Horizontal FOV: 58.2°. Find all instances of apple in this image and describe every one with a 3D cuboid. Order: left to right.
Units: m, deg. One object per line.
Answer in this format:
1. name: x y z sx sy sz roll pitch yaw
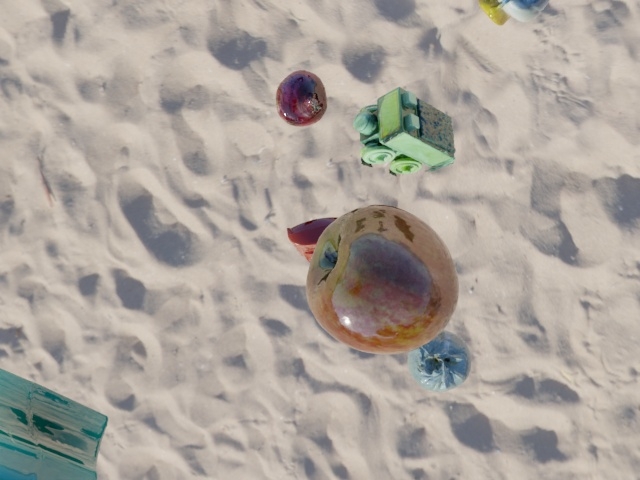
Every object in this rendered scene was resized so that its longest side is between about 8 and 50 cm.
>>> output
1. apple: 0.080 0.051 0.735 0.174 0.188 0.188 19 112 -23

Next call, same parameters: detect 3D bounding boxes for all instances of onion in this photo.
1. onion: -0.040 -0.365 1.510 0.150 0.140 0.150 -8 116 -16

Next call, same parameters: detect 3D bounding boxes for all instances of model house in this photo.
1. model house: -0.193 0.147 0.331 0.149 0.127 0.100 -25 131 33

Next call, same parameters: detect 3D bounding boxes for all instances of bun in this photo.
1. bun: 0.255 0.261 1.245 0.141 0.083 0.140 -2 85 19

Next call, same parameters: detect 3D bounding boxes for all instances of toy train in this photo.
1. toy train: 0.214 -0.269 1.466 0.188 0.272 0.158 -20 64 43

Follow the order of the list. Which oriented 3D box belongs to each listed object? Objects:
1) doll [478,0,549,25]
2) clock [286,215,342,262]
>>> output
1. doll: 0.366 -0.452 0.832 0.141 0.177 0.314 46 124 -3
2. clock: 0.000 0.000 1.134 0.113 0.155 0.061 -12 77 3
